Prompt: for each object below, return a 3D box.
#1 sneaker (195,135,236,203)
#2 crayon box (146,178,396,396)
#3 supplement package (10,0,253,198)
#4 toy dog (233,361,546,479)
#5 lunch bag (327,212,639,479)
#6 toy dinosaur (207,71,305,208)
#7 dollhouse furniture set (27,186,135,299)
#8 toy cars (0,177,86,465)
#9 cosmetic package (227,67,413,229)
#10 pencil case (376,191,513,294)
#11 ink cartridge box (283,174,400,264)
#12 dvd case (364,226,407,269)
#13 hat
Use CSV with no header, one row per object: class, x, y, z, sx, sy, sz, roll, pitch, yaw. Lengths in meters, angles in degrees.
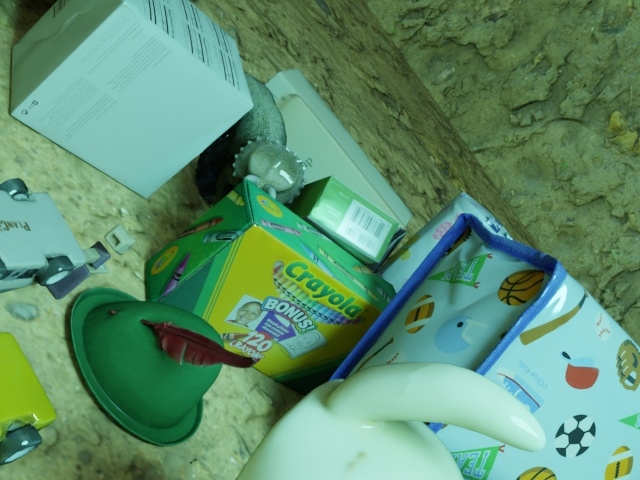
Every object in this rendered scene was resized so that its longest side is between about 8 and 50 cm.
sneaker,-0.109,-0.050,1.270,0.221,0.083,0.087,65,10,19
crayon box,-0.047,0.067,1.055,0.278,0.165,0.081,36,26,-37
supplement package,-0.226,-0.199,1.071,0.203,0.194,0.149,35,27,-40
toy dog,0.072,0.314,0.603,0.408,0.395,0.284,47,10,10
lunch bag,0.176,0.230,0.962,0.328,0.385,0.239,42,-2,-26
toy dinosaur,-0.091,-0.137,1.154,0.121,0.160,0.313,5,57,-28
dollhouse furniture set,-0.248,-0.013,0.900,0.114,0.091,0.081,51,5,4
toy cars,-0.283,0.064,0.681,0.176,0.087,0.393,46,17,-29
cosmetic package,-0.011,-0.104,1.430,0.309,0.160,0.113,50,20,-2
pencil case,0.173,0.050,1.408,0.124,0.273,0.113,43,15,-14
ink cartridge box,0.003,-0.018,1.158,0.109,0.062,0.209,33,-15,-17
dvd case,0.048,0.063,1.267,0.018,0.164,0.221,40,19,7
hat,-0.113,0.084,0.857,0.173,0.183,0.208,23,35,-54
